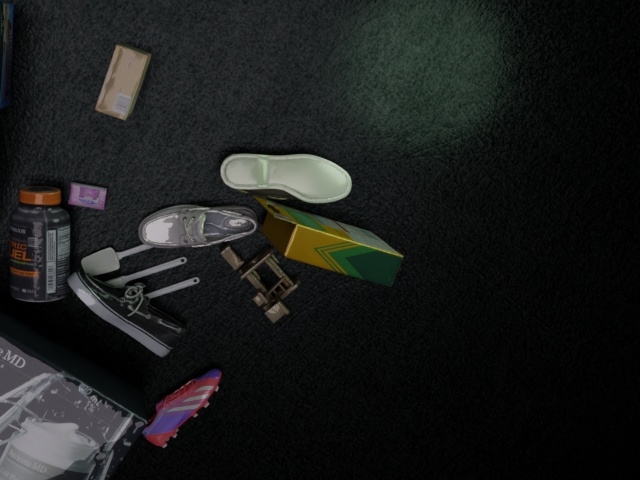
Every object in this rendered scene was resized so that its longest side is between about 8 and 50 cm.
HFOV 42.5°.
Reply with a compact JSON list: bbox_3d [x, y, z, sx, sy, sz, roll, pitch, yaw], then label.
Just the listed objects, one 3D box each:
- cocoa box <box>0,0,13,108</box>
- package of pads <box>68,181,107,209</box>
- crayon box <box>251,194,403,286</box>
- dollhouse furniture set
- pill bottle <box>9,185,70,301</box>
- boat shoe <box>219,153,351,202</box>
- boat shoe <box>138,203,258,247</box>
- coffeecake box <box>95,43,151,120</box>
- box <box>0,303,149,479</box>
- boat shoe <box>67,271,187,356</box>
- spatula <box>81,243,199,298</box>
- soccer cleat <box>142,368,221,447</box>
[{"bbox_3d":[-0.818,-0.390,1.654,0.347,0.228,0.231,4,102,-10],"label":"cocoa box"},{"bbox_3d":[-0.531,-0.102,1.875,0.083,0.032,0.050,10,103,-11],"label":"package of pads"},{"bbox_3d":[0.000,0.000,1.870,0.323,0.203,0.083,17,100,-23],"label":"crayon box"},{"bbox_3d":[-0.135,0.074,1.915,0.101,0.161,0.182,-39,107,2],"label":"dollhouse furniture set"},{"bbox_3d":[-0.626,0.004,1.835,0.131,0.130,0.245,2,103,-10],"label":"pill bottle"},{"bbox_3d":[-0.082,-0.148,1.907,0.305,0.091,0.109,6,91,-11],"label":"boat shoe"},{"bbox_3d":[-0.281,-0.034,1.894,0.277,0.096,0.098,-9,102,-9],"label":"boat shoe"},{"bbox_3d":[-0.418,-0.341,1.754,0.068,0.185,0.142,19,100,-13],"label":"coffeecake box"},{"bbox_3d":[-0.714,0.437,1.809,0.480,0.297,0.471,35,84,-15],"label":"box"},{"bbox_3d":[-0.438,0.150,1.898,0.105,0.113,0.306,-47,115,1],"label":"boat shoe"},{"bbox_3d":[-0.423,0.076,1.943,0.242,0.019,0.168,-19,105,-4],"label":"spatula"},{"bbox_3d":[-0.343,0.397,2.007,0.095,0.083,0.248,41,97,-11],"label":"soccer cleat"}]
